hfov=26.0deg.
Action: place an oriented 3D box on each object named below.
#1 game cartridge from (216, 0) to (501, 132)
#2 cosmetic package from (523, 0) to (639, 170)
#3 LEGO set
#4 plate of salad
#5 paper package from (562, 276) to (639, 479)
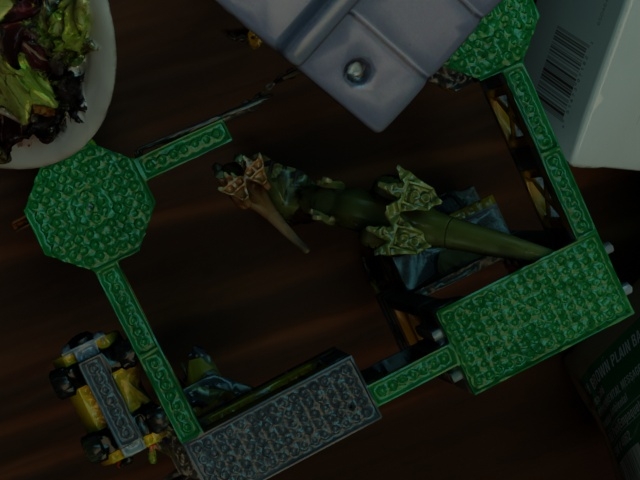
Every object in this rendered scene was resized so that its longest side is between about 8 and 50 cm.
[{"bbox_3d":[-0.027,-0.232,0.565,0.355,0.068,0.230,37,105,-27],"label":"game cartridge"},{"bbox_3d":[0.296,-0.217,0.804,0.284,0.097,0.377,5,114,-25],"label":"cosmetic package"},{"bbox_3d":[0.000,0.000,0.780,0.331,0.192,0.255,-34,95,-7],"label":"LEGO set"},{"bbox_3d":[-0.179,-0.110,0.611,0.048,0.200,0.200,-52,138,-43],"label":"plate of salad"},{"bbox_3d":[0.364,0.058,0.862,0.309,0.168,0.325,-2,149,-22],"label":"paper package"}]
